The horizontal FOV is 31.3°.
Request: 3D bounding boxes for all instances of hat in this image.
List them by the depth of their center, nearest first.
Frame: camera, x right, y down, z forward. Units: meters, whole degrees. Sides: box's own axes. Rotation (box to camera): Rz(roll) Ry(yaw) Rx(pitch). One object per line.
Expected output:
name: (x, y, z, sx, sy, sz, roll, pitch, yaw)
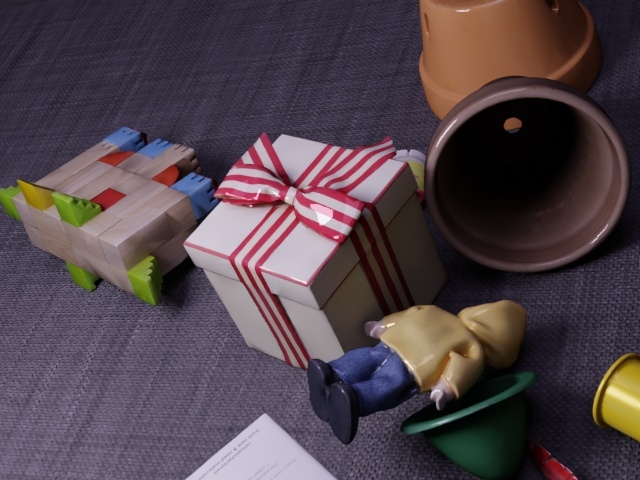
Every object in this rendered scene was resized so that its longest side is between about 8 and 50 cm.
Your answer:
hat: (0.208, 0.266, 1.320, 0.173, 0.183, 0.208, -23, -2, -8)

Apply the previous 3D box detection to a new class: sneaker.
sneaker: (0.064, -0.072, 1.704, 0.208, 0.081, 0.094, -16, 44, 11)

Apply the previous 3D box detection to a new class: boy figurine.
boy figurine: (0.123, 0.139, 1.381, 0.285, 0.092, 0.177, -19, 34, -27)

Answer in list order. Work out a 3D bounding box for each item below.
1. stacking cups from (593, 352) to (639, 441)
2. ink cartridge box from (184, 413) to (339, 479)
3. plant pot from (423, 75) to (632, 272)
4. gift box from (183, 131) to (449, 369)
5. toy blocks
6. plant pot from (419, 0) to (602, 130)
stacking cups: (0.437, 0.224, 1.191, 0.096, 0.096, 0.316, -43, 43, -18)
ink cartridge box: (0.020, 0.353, 1.172, 0.129, 0.223, 0.307, -39, 42, -16)
plant pot: (0.272, -0.121, 1.549, 0.263, 0.263, 0.229, -15, 25, 13)
gift box: (0.000, 0.000, 1.526, 0.255, 0.258, 0.276, 12, 54, 35)
toy blocks: (-0.298, -0.063, 1.831, 0.381, 0.190, 0.261, 21, 48, 41)
plant pot: (0.276, -0.340, 1.783, 0.291, 0.203, 0.291, -15, 41, 14)
